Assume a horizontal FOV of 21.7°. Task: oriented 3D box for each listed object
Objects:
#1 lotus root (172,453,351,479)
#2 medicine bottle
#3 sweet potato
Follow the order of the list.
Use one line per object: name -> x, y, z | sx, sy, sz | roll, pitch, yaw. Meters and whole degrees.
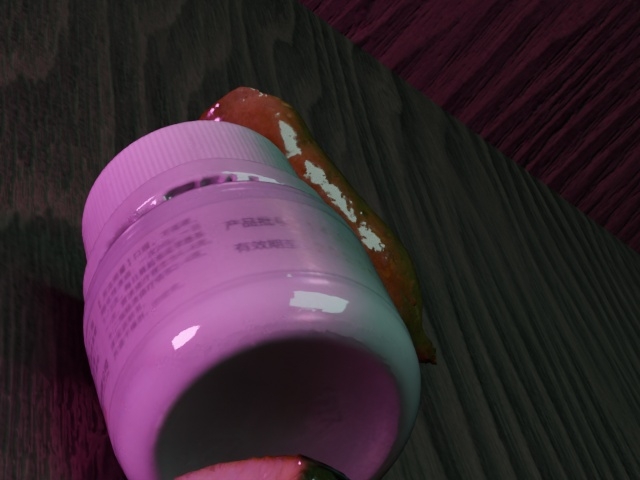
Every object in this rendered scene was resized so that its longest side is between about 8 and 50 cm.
lotus root -> -0.045, 0.249, 0.941 | 0.149, 0.260, 0.267 | 33, 19, -29
medicine bottle -> -0.072, 0.062, 1.363 | 0.245, 0.245, 0.306 | 30, 21, -34
sweet potato -> 0.000, 0.000, 1.843 | 0.370, 0.158, 0.158 | 50, 18, 9
